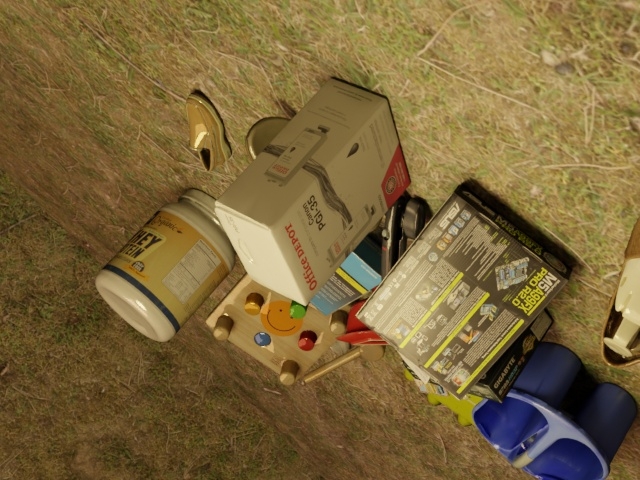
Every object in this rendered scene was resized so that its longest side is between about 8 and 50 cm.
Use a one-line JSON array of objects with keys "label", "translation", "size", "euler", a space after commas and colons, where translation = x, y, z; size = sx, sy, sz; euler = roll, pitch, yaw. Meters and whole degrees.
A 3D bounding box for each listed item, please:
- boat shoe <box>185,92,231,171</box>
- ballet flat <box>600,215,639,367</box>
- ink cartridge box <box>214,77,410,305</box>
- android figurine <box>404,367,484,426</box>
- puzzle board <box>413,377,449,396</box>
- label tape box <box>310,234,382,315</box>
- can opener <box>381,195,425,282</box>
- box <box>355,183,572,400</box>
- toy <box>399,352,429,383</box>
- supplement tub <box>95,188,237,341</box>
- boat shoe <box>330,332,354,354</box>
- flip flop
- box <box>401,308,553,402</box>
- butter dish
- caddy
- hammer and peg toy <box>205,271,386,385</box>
[{"label": "boat shoe", "translation": [-0.228, -0.204, 1.853], "size": [0.068, 0.072, 0.190], "euler": [27, 155, 32]}, {"label": "ballet flat", "translation": [0.426, 0.078, 1.243], "size": [0.116, 0.124, 0.342], "euler": [32, 157, 19]}, {"label": "ink cartridge box", "translation": [-0.004, -0.071, 1.448], "size": [0.117, 0.283, 0.207], "euler": [26, 155, 32]}, {"label": "android figurine", "translation": [0.292, 0.322, 2.045], "size": [0.248, 0.056, 0.273], "euler": [34, 160, 16]}, {"label": "puzzle board", "translation": [0.214, 0.272, 1.997], "size": [0.096, 0.011, 0.128], "euler": [-3, 118, 57]}, {"label": "label tape box", "translation": [0.000, 0.000, 1.825], "size": [0.249, 0.115, 0.348], "euler": [41, 156, -3]}, {"label": "can opener", "translation": [0.127, 0.008, 1.604], "size": [0.073, 0.059, 0.186], "euler": [49, 136, 51]}, {"label": "box", "translation": [0.216, 0.082, 1.464], "size": [0.216, 0.060, 0.270], "euler": [38, 115, 5]}, {"label": "toy", "translation": [0.168, 0.110, 1.600], "size": [0.137, 0.056, 0.237], "euler": [50, 127, 45]}, {"label": "supplement tub", "translation": [-0.343, 0.055, 2.215], "size": [0.228, 0.316, 0.228], "euler": [34, 158, 16]}, {"label": "boat shoe", "translation": [-0.034, 0.176, 2.231], "size": [0.113, 0.103, 0.302], "euler": [7, 141, 55]}, {"label": "flip flop", "translation": [-0.001, -0.113, 1.600], "size": [0.277, 0.112, 0.080], "euler": [40, 164, -10]}, {"label": "box", "translation": [0.267, 0.177, 1.630], "size": [0.051, 0.175, 0.220], "euler": [49, 158, -27]}, {"label": "butter dish", "translation": [0.124, 0.148, 1.914], "size": [0.160, 0.118, 0.160], "euler": [2, 169, -19]}, {"label": "caddy", "translation": [0.407, 0.335, 1.705], "size": [0.241, 0.179, 0.341], "euler": [37, 159, 11]}, {"label": "hammer and peg toy", "translation": [-0.045, 0.204, 2.091], "size": [0.361, 0.127, 0.266], "euler": [37, 117, -13]}]
